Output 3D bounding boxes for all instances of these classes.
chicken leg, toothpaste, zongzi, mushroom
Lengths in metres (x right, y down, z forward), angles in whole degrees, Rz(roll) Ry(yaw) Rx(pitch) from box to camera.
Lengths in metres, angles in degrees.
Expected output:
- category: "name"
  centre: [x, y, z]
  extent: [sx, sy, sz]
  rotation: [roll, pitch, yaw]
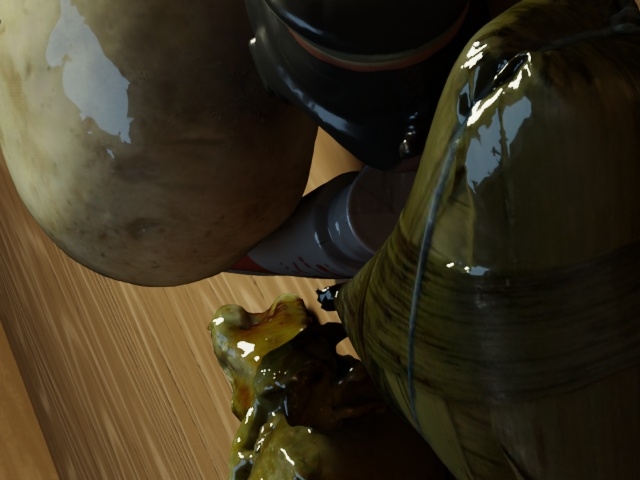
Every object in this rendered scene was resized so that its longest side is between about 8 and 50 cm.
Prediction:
- category: "chicken leg"
  centre: [-0.001, 0.148, 1.053]
  extent: [0.361, 0.140, 0.211]
  rotation: [-161, 78, -83]
- category: "toothpaste"
  centre: [0.000, 0.000, 1.014]
  extent: [0.234, 0.089, 0.057]
  rotation: [158, 115, -70]
- category: "zongzi"
  centre: [0.059, -0.014, 0.699]
  extent: [0.242, 0.112, 0.221]
  rotation: [40, 144, 51]
- category: "mushroom"
  centre: [-0.093, -0.096, 0.985]
  extent: [0.255, 0.184, 0.255]
  rotation: [54, 159, 32]

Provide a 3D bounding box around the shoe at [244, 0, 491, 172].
- category: "shoe"
  centre: [0.011, -0.132, 0.815]
  extent: [0.291, 0.114, 0.137]
  rotation: [-115, 2, -50]
